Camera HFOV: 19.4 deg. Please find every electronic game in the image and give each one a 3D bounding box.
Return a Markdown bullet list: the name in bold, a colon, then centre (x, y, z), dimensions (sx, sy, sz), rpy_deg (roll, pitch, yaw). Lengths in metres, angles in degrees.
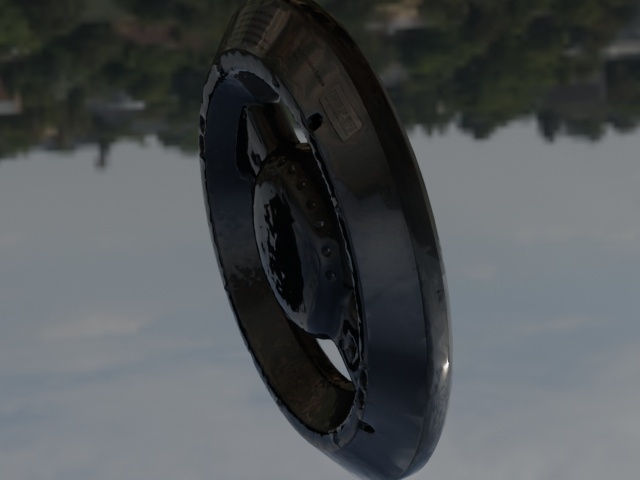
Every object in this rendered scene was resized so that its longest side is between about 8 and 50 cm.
- **electronic game**: centre (0.000, 0.000, 0.853), dimensions (0.048, 0.229, 0.229), rpy_deg (-16, -172, -20)
